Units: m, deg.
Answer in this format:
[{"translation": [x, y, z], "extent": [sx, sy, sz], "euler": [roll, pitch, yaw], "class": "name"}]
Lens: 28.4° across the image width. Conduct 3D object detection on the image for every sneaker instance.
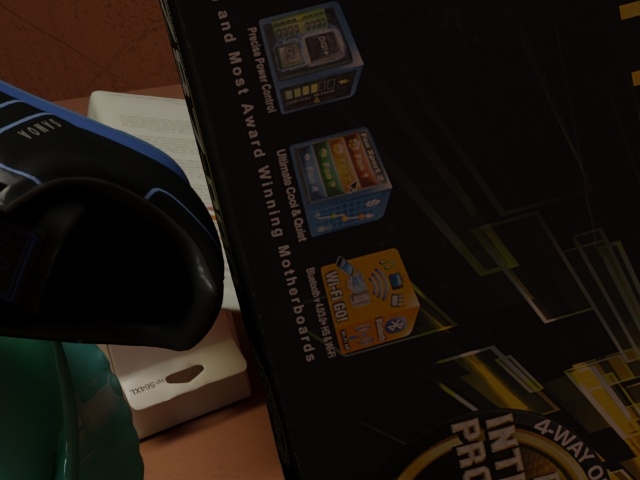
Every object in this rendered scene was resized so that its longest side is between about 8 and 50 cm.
[{"translation": [-0.137, -0.022, 0.421], "extent": [0.232, 0.081, 0.090], "euler": [16, 18, -25], "class": "sneaker"}]

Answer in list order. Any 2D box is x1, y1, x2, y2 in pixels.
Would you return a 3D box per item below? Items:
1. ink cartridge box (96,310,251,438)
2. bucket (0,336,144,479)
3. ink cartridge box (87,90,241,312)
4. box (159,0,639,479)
[{"translation": [-0.117, 0.071, 0.886], "extent": [0.092, 0.090, 0.143], "euler": [-20, 16, -24], "class": "ink cartridge box"}, {"translation": [-0.211, 0.117, 0.486], "extent": [0.281, 0.281, 0.183], "euler": [-9, 12, 18], "class": "bucket"}, {"translation": [0.000, 0.000, 0.919], "extent": [0.308, 0.091, 0.385], "euler": [4, 24, -18], "class": "ink cartridge box"}, {"translation": [0.114, -0.038, 0.501], "extent": [0.318, 0.395, 0.097], "euler": [-15, 13, -9], "class": "box"}]
